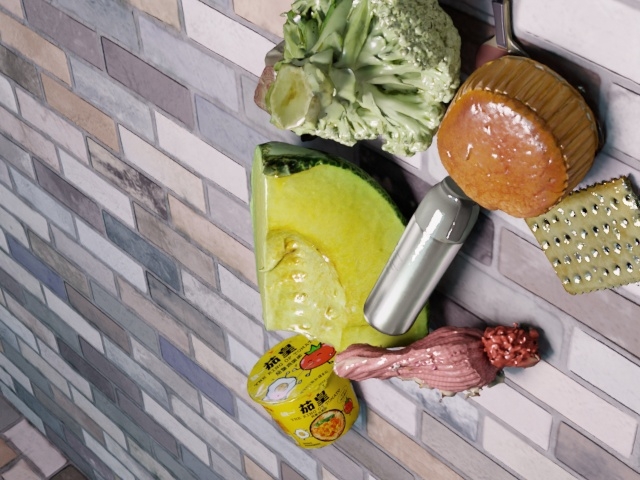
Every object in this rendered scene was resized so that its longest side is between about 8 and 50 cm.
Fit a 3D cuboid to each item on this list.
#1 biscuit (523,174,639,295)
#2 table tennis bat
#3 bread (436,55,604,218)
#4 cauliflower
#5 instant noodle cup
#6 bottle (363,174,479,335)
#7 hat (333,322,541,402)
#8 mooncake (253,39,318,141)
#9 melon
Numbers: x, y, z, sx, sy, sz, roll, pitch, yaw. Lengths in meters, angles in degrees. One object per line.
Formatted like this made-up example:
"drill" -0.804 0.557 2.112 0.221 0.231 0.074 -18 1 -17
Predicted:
"biscuit" 0.342 0.001 1.491 0.144 0.016 0.203 59 151 -7
"table tennis bat" 0.223 -0.218 1.446 0.095 0.014 0.158 27 142 40
"bread" 0.229 -0.117 1.433 0.199 0.104 0.199 31 146 24
"cauliflower" 0.027 -0.214 1.496 0.272 0.250 0.275 34 139 30
"instant noodle cup" -0.019 0.275 2.138 0.182 0.182 0.144 12 138 50
"bottle" 0.141 0.027 1.664 0.096 0.080 0.253 -98 30 -53
"hat" 0.183 0.179 1.732 0.286 0.237 0.107 -13 79 27
"mooncake" -0.037 -0.213 1.768 0.125 0.073 0.130 44 150 16
"melon" 0.000 0.000 1.788 0.331 0.226 0.343 29 132 33
